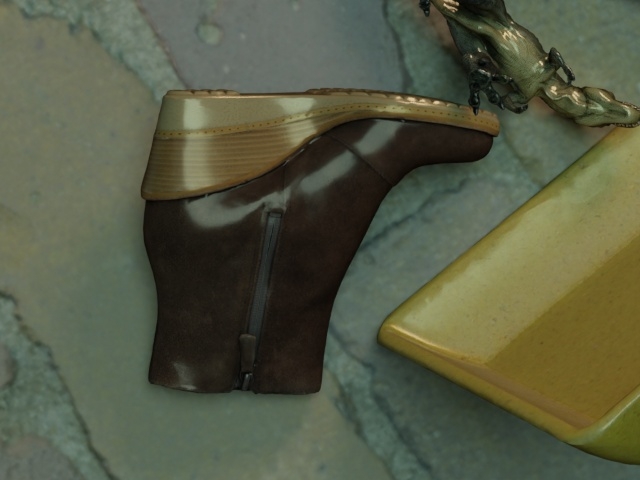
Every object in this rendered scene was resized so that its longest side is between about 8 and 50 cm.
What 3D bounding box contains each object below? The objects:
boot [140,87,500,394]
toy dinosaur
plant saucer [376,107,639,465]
[{"bbox_3d":[0.000,0.000,1.221,0.248,0.090,0.207,-1,98,-12],"label":"boot"},{"bbox_3d":[0.106,-0.150,1.221,0.268,0.118,0.064,44,111,-1],"label":"toy dinosaur"},{"bbox_3d":[0.230,0.013,1.124,0.333,0.333,0.081,-39,108,-10],"label":"plant saucer"}]
